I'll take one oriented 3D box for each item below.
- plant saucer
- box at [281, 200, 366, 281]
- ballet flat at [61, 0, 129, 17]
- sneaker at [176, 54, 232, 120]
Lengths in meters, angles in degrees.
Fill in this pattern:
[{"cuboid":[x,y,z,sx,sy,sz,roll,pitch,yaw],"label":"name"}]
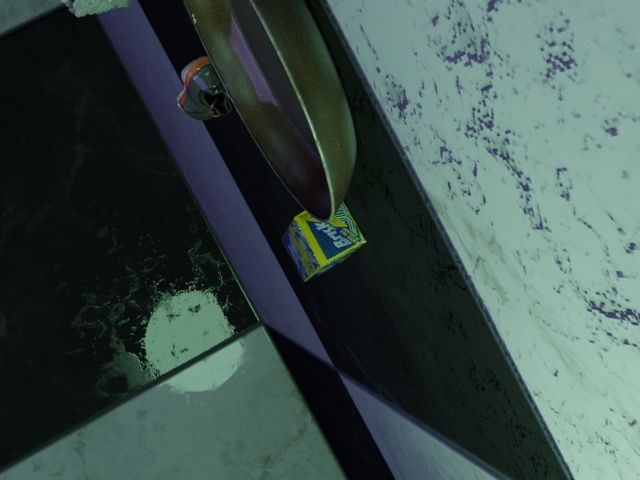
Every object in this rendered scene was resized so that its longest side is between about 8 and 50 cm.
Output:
[{"cuboid":[-0.049,-0.161,0.838,0.311,0.050,0.311,58,169,18],"label":"plant saucer"},{"cuboid":[0.000,0.000,1.031,0.059,0.054,0.169,61,171,3],"label":"box"},{"cuboid":[-0.383,-0.496,1.386,0.147,0.147,0.409,49,164,52],"label":"ballet flat"},{"cuboid":[-0.147,-0.181,1.278,0.065,0.061,0.158,53,170,10],"label":"sneaker"}]
